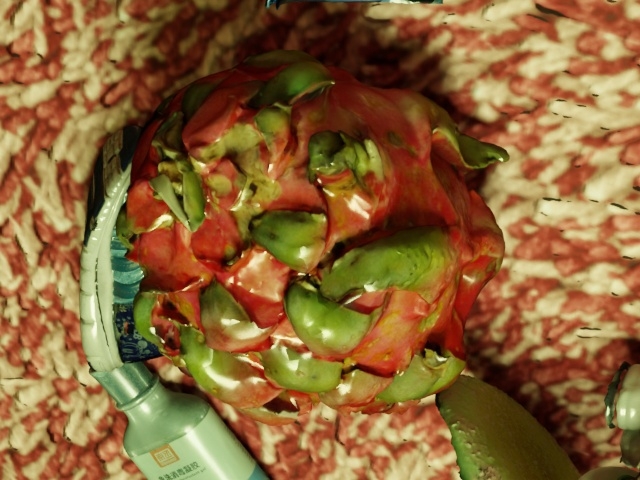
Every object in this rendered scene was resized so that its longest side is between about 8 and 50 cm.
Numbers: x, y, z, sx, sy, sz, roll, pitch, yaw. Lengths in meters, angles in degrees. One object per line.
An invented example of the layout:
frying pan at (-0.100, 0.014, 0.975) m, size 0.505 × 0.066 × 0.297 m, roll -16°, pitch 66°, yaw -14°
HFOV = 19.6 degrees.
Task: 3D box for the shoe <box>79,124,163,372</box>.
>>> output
shoe at (-0.131, 0.009, 1.411) m, size 0.106 × 0.091 × 0.207 m, roll 0°, pitch 122°, yaw -5°

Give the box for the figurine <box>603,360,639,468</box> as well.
figurine at (0.329, 0.137, 1.298) m, size 0.245 × 0.110 × 0.138 m, roll 4°, pitch 127°, yaw 25°

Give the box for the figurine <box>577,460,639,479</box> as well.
figurine at (0.254, 0.172, 1.228) m, size 0.132 × 0.132 × 0.154 m, roll 35°, pitch 131°, yaw -4°

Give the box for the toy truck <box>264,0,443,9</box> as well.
toy truck at (0.038, -0.219, 1.089) m, size 0.126 × 0.208 × 0.113 m, roll 17°, pitch 129°, yaw 11°

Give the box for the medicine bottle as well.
medicine bottle at (-0.112, 0.173, 1.531) m, size 0.090 × 0.054 × 0.208 m, roll -25°, pitch 111°, yaw 34°

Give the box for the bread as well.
bread at (0.162, 0.188, 1.337) m, size 0.033 × 0.228 × 0.228 m, roll -37°, pitch 106°, yaw 14°

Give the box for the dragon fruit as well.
dragon fruit at (-0.006, 0.009, 1.259) m, size 0.231 × 0.237 × 0.303 m, roll 9°, pitch 147°, yaw 28°
